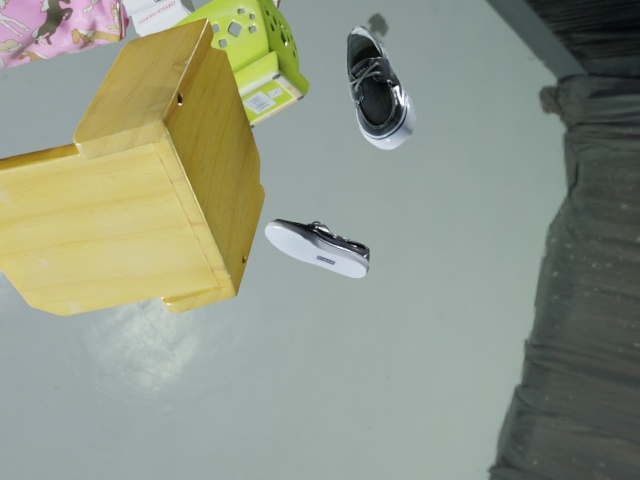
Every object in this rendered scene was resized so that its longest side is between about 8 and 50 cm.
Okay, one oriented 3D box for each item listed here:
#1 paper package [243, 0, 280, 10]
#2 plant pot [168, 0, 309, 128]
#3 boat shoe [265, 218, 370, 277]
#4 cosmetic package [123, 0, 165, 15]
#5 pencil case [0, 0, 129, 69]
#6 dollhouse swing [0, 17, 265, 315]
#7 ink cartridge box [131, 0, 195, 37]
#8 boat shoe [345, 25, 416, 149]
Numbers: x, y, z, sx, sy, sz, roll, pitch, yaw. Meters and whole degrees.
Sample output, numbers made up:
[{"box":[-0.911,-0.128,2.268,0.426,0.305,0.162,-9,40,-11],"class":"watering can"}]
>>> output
[{"box":[-0.219,-0.796,1.946,0.168,0.309,0.325,1,115,-49],"class":"paper package"},{"box":[-0.165,-0.384,1.599,0.207,0.227,0.228,67,14,16],"class":"plant pot"},{"box":[0.000,0.000,1.502,0.228,0.080,0.076,21,53,-6],"class":"boat shoe"},{"box":[-0.343,-0.510,1.425,0.239,0.060,0.099,-20,126,7],"class":"cosmetic package"},{"box":[-0.430,-0.275,0.894,0.386,0.167,0.160,-23,91,-18],"class":"pencil case"},{"box":[-0.288,-0.090,1.080,0.347,0.305,0.315,74,21,-47],"class":"dollhouse swing"},{"box":[-0.402,-0.601,1.824,0.082,0.139,0.191,40,27,-62],"class":"ink cartridge box"},{"box":[0.102,-0.321,1.514,0.119,0.121,0.335,44,23,-41],"class":"boat shoe"}]
